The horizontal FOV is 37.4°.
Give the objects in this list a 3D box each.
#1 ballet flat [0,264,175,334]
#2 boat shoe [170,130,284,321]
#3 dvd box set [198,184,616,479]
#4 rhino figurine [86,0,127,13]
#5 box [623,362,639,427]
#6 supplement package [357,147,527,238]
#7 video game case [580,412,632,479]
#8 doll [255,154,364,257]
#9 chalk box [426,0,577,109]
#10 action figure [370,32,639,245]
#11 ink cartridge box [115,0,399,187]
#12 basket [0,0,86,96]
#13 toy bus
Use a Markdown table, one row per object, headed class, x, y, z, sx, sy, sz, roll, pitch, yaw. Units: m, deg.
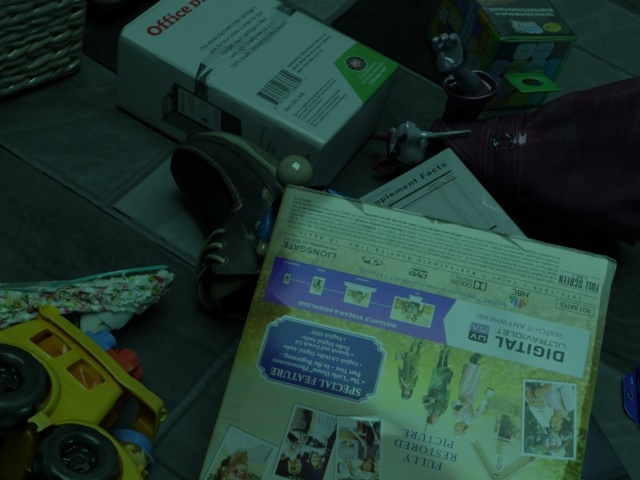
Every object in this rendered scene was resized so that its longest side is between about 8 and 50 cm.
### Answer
| class | x | y | z | sx | sy | sz | roll | pitch | yaw |
| --- | --- | --- | --- | --- | --- | --- | --- | --- | --- |
| ballet flat | -0.262 | 0.074 | 0.940 | 0.241 | 0.091 | 0.077 | -6 | 82 | -16 |
| boat shoe | -0.065 | 0.020 | 0.999 | 0.130 | 0.132 | 0.355 | -26 | 61 | -32 |
| dvd box set | 0.063 | 0.179 | 0.800 | 0.308 | 0.062 | 0.420 | 12 | 70 | 6 |
| rhino figurine | -0.268 | -0.391 | 1.346 | 0.106 | 0.073 | 0.243 | 32 | 47 | 17 |
| box | 0.409 | 0.184 | 1.064 | 0.136 | 0.028 | 0.081 | 16 | 48 | -5 |
| supplement package | 0.147 | 0.051 | 0.973 | 0.139 | 0.134 | 0.244 | -29 | 60 | -10 |
| video game case | 0.183 | 0.165 | 1.016 | 0.196 | 0.026 | 0.274 | -9 | 52 | -23 |
| doll | 0.000 | 0.000 | 0.929 | 0.129 | 0.046 | 0.189 | -20 | 70 | 0 |
| chalk box | 0.266 | -0.274 | 1.361 | 0.133 | 0.132 | 0.213 | -5 | 52 | -22 |
| action figure | 0.245 | -0.119 | 1.176 | 0.370 | 0.248 | 0.276 | 6 | 8 | 21 |
| ink cartridge box | -0.081 | -0.198 | 1.194 | 0.289 | 0.121 | 0.211 | 30 | 48 | 11 |
| basket | -0.483 | -0.330 | 1.094 | 0.331 | 0.266 | 0.328 | -31 | 63 | -36 |
| toy bus | -0.214 | 0.165 | 0.834 | 0.220 | 0.149 | 0.211 | 38 | 34 | 15 |
